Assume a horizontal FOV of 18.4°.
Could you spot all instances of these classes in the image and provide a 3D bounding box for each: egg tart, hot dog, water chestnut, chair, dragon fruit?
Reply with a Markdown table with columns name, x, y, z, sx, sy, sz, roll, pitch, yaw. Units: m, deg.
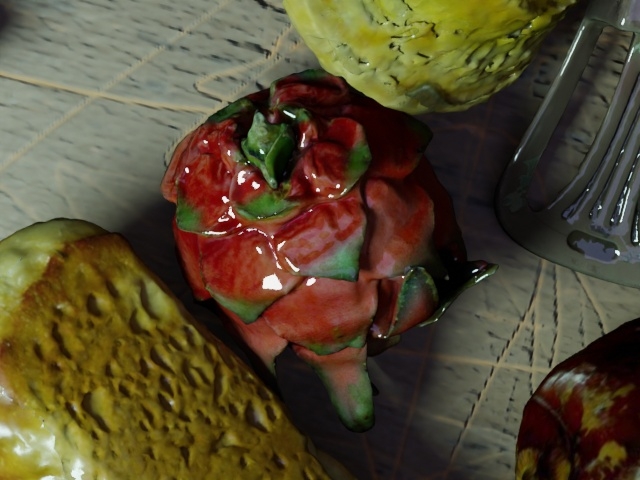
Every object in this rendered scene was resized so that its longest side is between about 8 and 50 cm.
| name | x | y | z | sx | sy | sz | roll | pitch | yaw |
| --- | --- | --- | --- | --- | --- | --- | --- | --- | --- |
| egg tart | 0.099 | -0.244 | 1.267 | 0.341 | 0.129 | 0.341 | -4 | 96 | -44 |
| hot dog | -0.129 | 0.185 | 1.343 | 0.405 | 0.185 | 0.223 | 47 | 134 | -12 |
| water chestnut | 0.275 | 0.177 | 1.356 | 0.289 | 0.289 | 0.244 | 40 | 104 | -10 |
| chair | 0.253 | -0.117 | 1.349 | 0.176 | 0.183 | 0.326 | 18 | 96 | -7 |
| dragon fruit | 0.000 | 0.000 | 1.344 | 0.192 | 0.193 | 0.274 | -30 | 135 | -4 |
